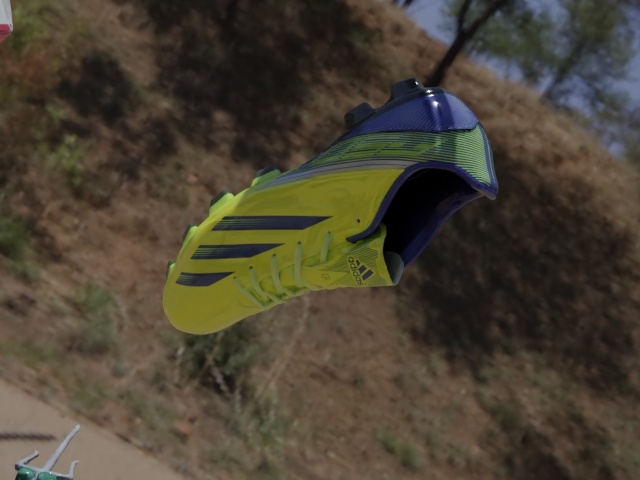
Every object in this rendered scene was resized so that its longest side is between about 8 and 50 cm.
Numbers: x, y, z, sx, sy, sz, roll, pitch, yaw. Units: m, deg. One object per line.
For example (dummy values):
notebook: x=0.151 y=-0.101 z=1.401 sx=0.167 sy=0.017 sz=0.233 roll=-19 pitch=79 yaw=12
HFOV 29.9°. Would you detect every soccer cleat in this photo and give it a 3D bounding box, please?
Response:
soccer cleat: x=0.000 y=-0.001 z=0.882 sx=0.093 sy=0.289 sz=0.121 roll=27 pitch=33 yaw=-55

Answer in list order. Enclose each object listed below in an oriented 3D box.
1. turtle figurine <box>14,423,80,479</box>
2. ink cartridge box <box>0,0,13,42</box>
turtle figurine: x=-0.243 y=0.130 z=0.726 sx=0.175 sy=0.118 sz=0.234 roll=35 pitch=-3 yaw=16
ink cartridge box: x=-0.398 y=-0.158 z=0.936 sx=0.207 sy=0.117 sz=0.283 roll=-13 pitch=-6 yaw=-39
